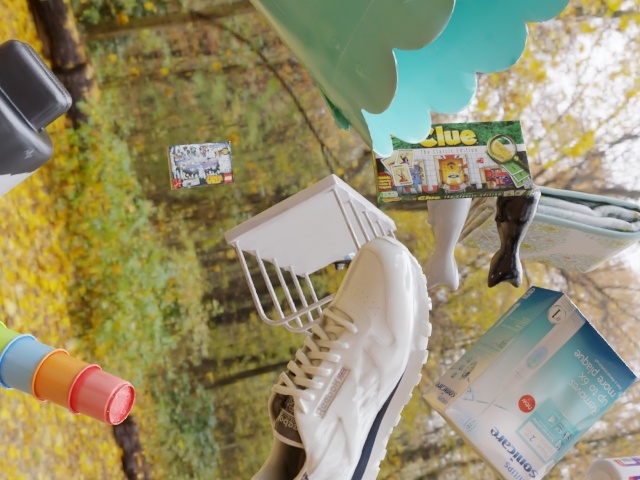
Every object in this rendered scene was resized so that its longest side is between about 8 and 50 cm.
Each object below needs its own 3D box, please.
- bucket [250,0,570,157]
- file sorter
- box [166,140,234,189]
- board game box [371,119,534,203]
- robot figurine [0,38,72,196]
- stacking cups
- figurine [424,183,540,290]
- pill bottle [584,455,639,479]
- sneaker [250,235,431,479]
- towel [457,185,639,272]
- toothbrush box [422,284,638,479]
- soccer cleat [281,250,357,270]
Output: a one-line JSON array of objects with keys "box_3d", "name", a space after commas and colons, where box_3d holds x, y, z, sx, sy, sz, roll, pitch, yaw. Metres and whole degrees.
[{"box_3d": [0.075, -0.219, 0.596, 0.183, 0.281, 0.281, 47, -16, 11], "name": "bucket"}, {"box_3d": [0.019, 0.049, 1.306, 0.278, 0.193, 0.173, 30, 35, -63], "name": "file sorter"}, {"box_3d": [-0.260, -0.163, 1.795, 0.027, 0.137, 0.094, -176, -101, -67], "name": "box"}, {"box_3d": [0.218, -0.134, 1.390, 0.030, 0.260, 0.136, 97, -12, -65], "name": "board game box"}, {"box_3d": [-0.430, -0.115, 0.975, 0.173, 0.278, 0.209, 51, -3, 24], "name": "robot figurine"}, {"box_3d": [-0.415, 0.184, 1.186, 0.096, 0.316, 0.096, -46, 145, -48], "name": "stacking cups"}, {"box_3d": [0.291, -0.002, 1.545, 0.092, 0.215, 0.209, -119, -151, -66], "name": "figurine"}, {"box_3d": [0.559, 0.420, 1.408, 0.108, 0.194, 0.108, -178, -90, -71], "name": "pill bottle"}, {"box_3d": [0.015, 0.108, 0.665, 0.090, 0.095, 0.235, 26, -76, 58], "name": "sneaker"}, {"box_3d": [0.519, -0.032, 1.912, 0.320, 0.375, 0.090, 112, -9, -74], "name": "towel"}, {"box_3d": [0.366, 0.259, 1.464, 0.216, 0.295, 0.126, 48, -5, -8], "name": "toothbrush box"}, {"box_3d": [0.000, 0.000, 1.999, 0.116, 0.331, 0.143, -10, -97, 42], "name": "soccer cleat"}]
